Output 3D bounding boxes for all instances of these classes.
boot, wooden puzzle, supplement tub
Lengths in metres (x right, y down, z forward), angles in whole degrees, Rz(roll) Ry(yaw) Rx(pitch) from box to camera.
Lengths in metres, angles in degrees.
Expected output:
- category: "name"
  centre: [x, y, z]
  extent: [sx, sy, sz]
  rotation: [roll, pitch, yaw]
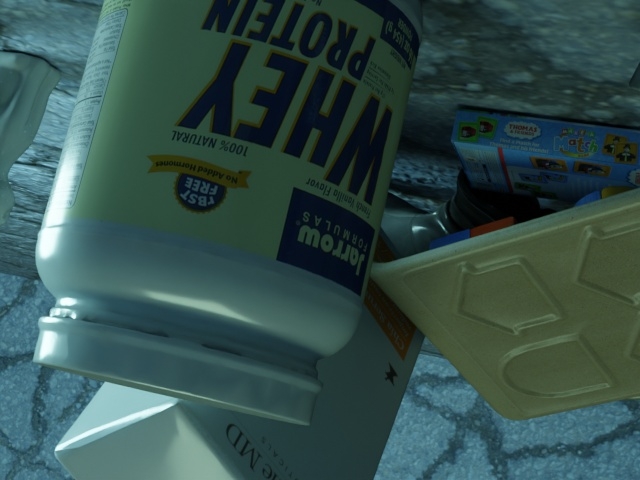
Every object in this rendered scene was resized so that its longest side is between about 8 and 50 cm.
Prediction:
- category: "boot"
  centre: [0.144, -0.023, 1.270]
  extent: [0.338, 0.118, 0.222]
  rotation: [30, 149, 9]
- category: "wooden puzzle"
  centre: [0.266, 0.061, 1.113]
  extent: [0.348, 0.080, 0.322]
  rotation: [-14, 138, 30]
- category: "supplement tub"
  centre: [-0.068, -0.047, 0.797]
  extent: [0.235, 0.324, 0.235]
  rotation: [12, 169, 2]

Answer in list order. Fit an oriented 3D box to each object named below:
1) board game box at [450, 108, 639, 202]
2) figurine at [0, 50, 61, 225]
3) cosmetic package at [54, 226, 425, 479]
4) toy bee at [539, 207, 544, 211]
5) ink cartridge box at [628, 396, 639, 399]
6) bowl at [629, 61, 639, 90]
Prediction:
- category: "board game box"
  centre: [0.243, -0.073, 1.064]
  extent: [0.211, 0.039, 0.160]
  rotation: [10, 169, 17]
- category: "figurine"
  centre: [-0.372, -0.111, 1.137]
  extent: [0.092, 0.209, 0.215]
  rotation: [9, 169, 22]
- category: "cosmetic package"
  centre: [-0.046, 0.128, 1.113]
  extent: [0.161, 0.453, 0.230]
  rotation: [-26, 110, 30]
- category: "toy bee"
  centre: [0.362, 0.052, 1.247]
  extent: [0.195, 0.162, 0.298]
  rotation: [16, 169, -24]
- category: "ink cartridge box"
  centre: [0.470, 0.116, 1.374]
  extent: [0.193, 0.088, 0.235]
  rotation: [-29, 180, -17]
- category: "bowl"
  centre: [0.280, -0.104, 0.718]
  extent: [0.142, 0.053, 0.142]
  rotation: [18, -168, 8]
